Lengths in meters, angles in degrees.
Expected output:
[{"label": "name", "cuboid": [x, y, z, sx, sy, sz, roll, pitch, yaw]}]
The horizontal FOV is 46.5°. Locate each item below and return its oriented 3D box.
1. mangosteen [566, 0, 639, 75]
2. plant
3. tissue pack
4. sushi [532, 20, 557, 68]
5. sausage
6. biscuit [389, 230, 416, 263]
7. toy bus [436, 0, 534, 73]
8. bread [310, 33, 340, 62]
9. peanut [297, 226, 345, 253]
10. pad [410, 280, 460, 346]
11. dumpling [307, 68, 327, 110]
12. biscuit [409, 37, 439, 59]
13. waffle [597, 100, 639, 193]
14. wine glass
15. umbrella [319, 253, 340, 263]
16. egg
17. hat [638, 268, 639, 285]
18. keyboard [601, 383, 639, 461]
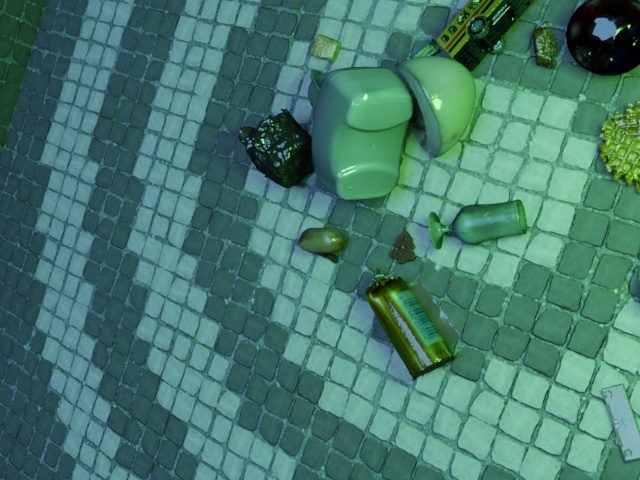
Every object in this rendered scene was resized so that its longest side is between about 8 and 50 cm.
[{"label": "mangosteen", "cuboid": [0.680, -0.494, 1.724, 0.194, 0.194, 0.230, 21, 68, 32]}, {"label": "plant", "cuboid": [-0.123, -0.274, 2.184, 0.178, 0.204, 0.234, -43, 59, -6]}, {"label": "tissue pack", "cuboid": [0.097, -0.294, 1.973, 0.236, 0.229, 0.333, -124, 34, -48]}, {"label": "sushi", "cuboid": [0.562, -0.487, 1.861, 0.060, 0.061, 0.118, -9, 99, 22]}, {"label": "sausage", "cuboid": [0.213, 0.208, 1.943, 0.125, 0.117, 0.317, -36, 66, 8]}, {"label": "biscuit", "cuboid": [0.225, 0.018, 2.024, 0.082, 0.016, 0.092, 3, 84, 37]}, {"label": "toy bus", "cuboid": [0.454, -0.594, 1.904, 0.335, 0.121, 0.123, -49, 51, 18]}, {"label": "bread", "cuboid": [0.016, -0.573, 2.221, 0.083, 0.035, 0.070, 22, 96, 25]}, {"label": "peanut", "cuboid": [0.000, 0.000, 2.132, 0.152, 0.076, 0.076, 2, 85, 29]}, {"label": "pad", "cuboid": [0.276, 0.212, 1.974, 0.113, 0.006, 0.188, -42, 65, 20]}, {"label": "dumpling", "cuboid": [0.022, -0.423, 2.140, 0.104, 0.149, 0.217, -16, 62, -13]}, {"label": "biscuit", "cuboid": [0.288, -0.511, 2.054, 0.089, 0.016, 0.046, -37, 65, 22]}, {"label": "waffle", "cuboid": [0.735, -0.223, 1.707, 0.193, 0.070, 0.197, -39, 66, 23]}, {"label": "wine glass", "cuboid": [0.395, -0.041, 1.876, 0.231, 0.103, 0.103, -8, 79, 28]}, {"label": "umbrella", "cuboid": [0.026, 0.046, 2.145, 0.083, 0.020, 0.031, 13, 130, 32]}, {"label": "egg", "cuboid": [0.321, -0.363, 1.913, 0.161, 0.206, 0.271, -26, 105, -6]}, {"label": "hat", "cuboid": [0.826, 0.103, 1.615, 0.214, 0.149, 0.245, -39, 103, 24]}, {"label": "keyboard", "cuboid": [0.686, 0.412, 1.688, 0.055, 0.017, 0.166, -21, 73, 23]}]
